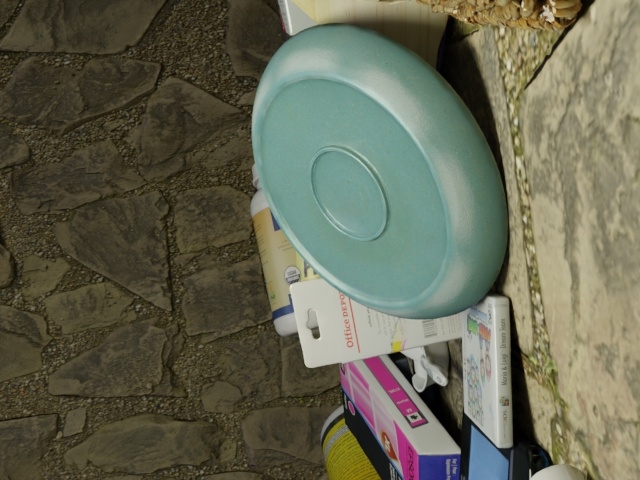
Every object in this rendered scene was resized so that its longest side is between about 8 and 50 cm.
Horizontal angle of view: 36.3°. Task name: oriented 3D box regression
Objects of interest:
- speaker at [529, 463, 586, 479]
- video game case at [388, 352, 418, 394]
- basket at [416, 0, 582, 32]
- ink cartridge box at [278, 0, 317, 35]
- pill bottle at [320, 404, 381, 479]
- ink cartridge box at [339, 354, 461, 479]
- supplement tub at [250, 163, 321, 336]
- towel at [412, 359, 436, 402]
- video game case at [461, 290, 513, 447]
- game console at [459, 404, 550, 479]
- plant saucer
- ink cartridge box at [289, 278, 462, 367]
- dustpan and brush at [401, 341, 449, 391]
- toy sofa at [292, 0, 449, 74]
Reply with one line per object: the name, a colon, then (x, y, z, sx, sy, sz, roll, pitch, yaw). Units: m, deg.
speaker: (0.198, 0.231, 0.731, 0.136, 0.055, 0.055, -109, 8, -62)
video game case: (0.160, 0.304, 1.572, 0.196, 0.026, 0.274, -98, -10, -87)
basket: (0.075, -0.285, 0.674, 0.299, 0.223, 0.213, -115, 46, -76)
ink cartridge box: (-0.001, -0.378, 1.318, 0.128, 0.127, 0.176, -112, 11, -74)
pill bottle: (0.115, 0.468, 1.823, 0.334, 0.188, 0.188, -106, 5, -55)
ink cartridge box: (0.126, 0.303, 1.421, 0.371, 0.069, 0.175, -132, 31, -53)
supplement tub: (0.000, 0.000, 1.762, 0.228, 0.228, 0.316, 98, 159, -80)
towel: (0.158, 0.186, 1.477, 0.067, 0.029, 0.119, -105, 6, -49)
video game case: (0.167, 0.121, 0.991, 0.157, 0.019, 0.143, -149, 57, -86)
game console: (0.113, 0.310, 1.016, 0.293, 0.173, 0.250, -161, 74, -85)
plant saucer: (0.037, -0.052, 0.951, 0.318, 0.044, 0.317, 30, 138, 32)
ink cartridge box: (0.067, 0.069, 1.134, 0.067, 0.198, 0.115, -112, 11, -71)
dustpan and brush: (0.142, 0.153, 1.324, 0.211, 0.060, 0.147, -155, 53, -67)
toy sofa: (0.060, -0.174, 1.067, 0.362, 0.177, 0.150, 84, -162, -48)
